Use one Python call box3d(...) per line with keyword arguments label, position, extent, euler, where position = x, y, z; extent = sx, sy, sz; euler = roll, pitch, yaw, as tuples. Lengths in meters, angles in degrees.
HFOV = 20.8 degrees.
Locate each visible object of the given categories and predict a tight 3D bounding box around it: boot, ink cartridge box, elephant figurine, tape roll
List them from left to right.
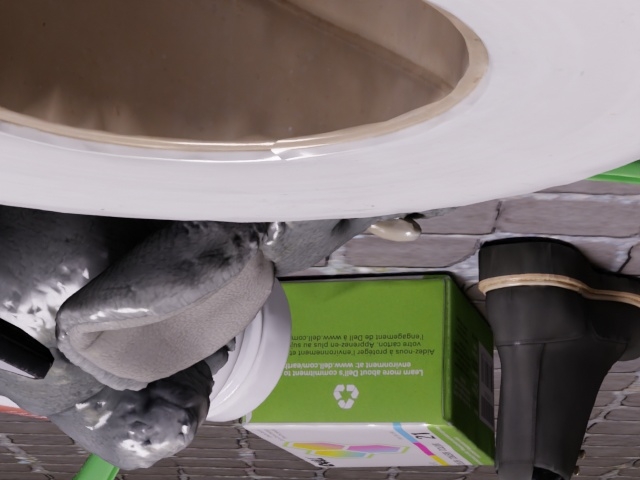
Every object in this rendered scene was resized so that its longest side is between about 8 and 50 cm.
box3d(label="tape roll", position=(-0.033, -0.087, 0.438), extent=(0.286, 0.100, 0.286), euler=(1, 166, 0))
box3d(label="elephant figurine", position=(-0.047, -0.025, 0.646), extent=(0.169, 0.186, 0.239), euler=(50, 139, -7))
box3d(label="ink cartridge box", position=(-0.024, 0.092, 1.144), extent=(0.255, 0.097, 0.189), euler=(-3, 165, 14))
box3d(label="boot", position=(0.146, 0.088, 1.030), extent=(0.077, 0.137, 0.198), euler=(-8, 163, 34))

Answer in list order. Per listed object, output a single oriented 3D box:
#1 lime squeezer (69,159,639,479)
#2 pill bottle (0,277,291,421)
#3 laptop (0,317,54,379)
box3d(label="lime squeezer", position=(0.000, 0.000, 0.794), extent=(0.310, 0.110, 0.059), euler=(-29, 150, -3))
box3d(label="pill bottle", position=(-0.116, 0.032, 0.866), extent=(0.121, 0.121, 0.216), euler=(-10, 162, 37))
box3d(label="laptop", position=(-0.366, 0.041, 0.490), extent=(0.382, 0.236, 0.408), euler=(14, 168, 28))
